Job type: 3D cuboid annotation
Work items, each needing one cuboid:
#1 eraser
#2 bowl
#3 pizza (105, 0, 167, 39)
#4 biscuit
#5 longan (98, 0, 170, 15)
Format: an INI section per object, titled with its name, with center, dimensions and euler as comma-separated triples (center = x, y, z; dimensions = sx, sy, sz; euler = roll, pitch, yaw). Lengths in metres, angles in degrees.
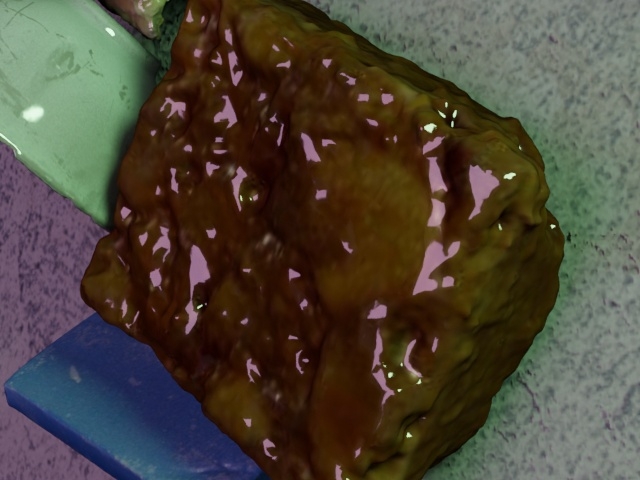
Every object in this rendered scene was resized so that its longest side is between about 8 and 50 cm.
[eraser]
center = -0.150, 0.158, 1.546
dimensions = 0.312, 0.144, 0.043
euler = 26, 143, 42
[bowl]
center = -0.238, -0.151, 1.585
dimensions = 0.146, 0.313, 0.313
euler = -46, 54, 1
[pizza]
center = -0.140, -0.311, 1.535
dimensions = 0.323, 0.089, 0.223
euler = -24, 74, 12
[biscuit]
center = 0.000, 0.000, 1.392
dimensions = 0.395, 0.166, 0.343
euler = 39, 111, 36
[longan]
center = -0.173, -0.267, 1.626
dimensions = 0.113, 0.092, 0.113
euler = -27, 46, 32
